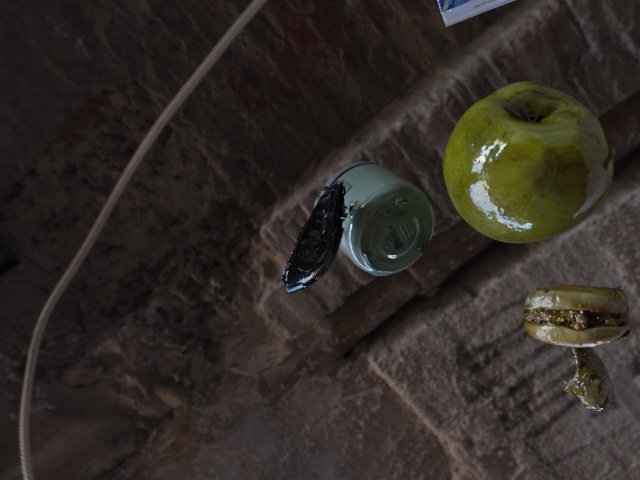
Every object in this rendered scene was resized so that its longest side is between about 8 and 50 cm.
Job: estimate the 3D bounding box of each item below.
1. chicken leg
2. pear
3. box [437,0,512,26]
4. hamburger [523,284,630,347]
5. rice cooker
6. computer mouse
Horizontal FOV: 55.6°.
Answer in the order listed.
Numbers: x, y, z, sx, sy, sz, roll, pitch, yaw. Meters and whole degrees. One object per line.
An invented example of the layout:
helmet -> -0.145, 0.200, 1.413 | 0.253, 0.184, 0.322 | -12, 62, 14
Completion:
chicken leg -> 0.627, 0.302, 1.450 | 0.085, 0.101, 0.207 | 6, -112, -56
pear -> 0.380, -0.134, 1.152 | 0.304, 0.304, 0.304 | 49, -166, -17
box -> 0.353, -0.682, 1.433 | 0.116, 0.203, 0.274 | -4, -101, -72
hamburger -> 0.497, 0.139, 1.187 | 0.214, 0.214, 0.108 | -22, -71, -76
rice cooker -> 0.114, -0.051, 1.345 | 0.226, 0.226, 0.244 | 42, -177, -38
computer mouse -> 0.000, 0.000, 1.158 | 0.078, 0.241, 0.146 | 25, 171, 1
